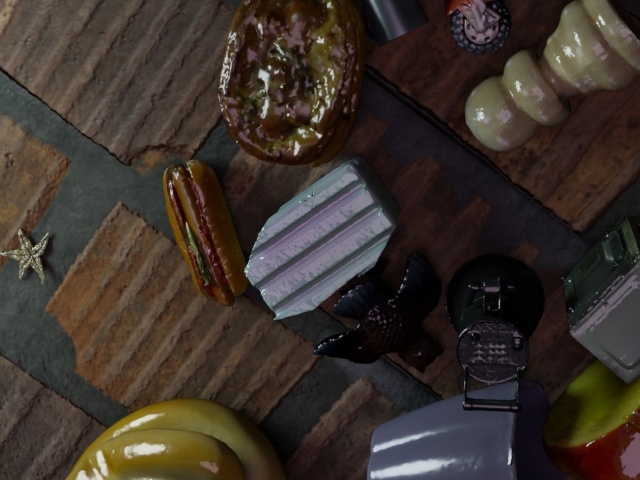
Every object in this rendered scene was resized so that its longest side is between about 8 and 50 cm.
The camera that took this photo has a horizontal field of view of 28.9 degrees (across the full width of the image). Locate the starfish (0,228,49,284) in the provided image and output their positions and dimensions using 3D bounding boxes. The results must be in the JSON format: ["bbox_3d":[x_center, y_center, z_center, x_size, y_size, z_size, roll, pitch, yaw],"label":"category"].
[{"bbox_3d":[-0.442,0.024,1.909,0.086,0.016,0.092,-27,96,17],"label":"starfish"}]

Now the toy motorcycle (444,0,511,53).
[{"bbox_3d":[0.244,-0.395,1.642,0.171,0.089,0.298,34,108,-2],"label":"toy motorcycle"}]

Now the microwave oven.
[{"bbox_3d":[0.416,0.073,1.700,0.129,0.205,0.163,41,107,-5],"label":"microwave oven"}]

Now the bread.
[{"bbox_3d":[-0.245,0.445,1.888,0.424,0.245,0.329,-43,97,14],"label":"bread"}]

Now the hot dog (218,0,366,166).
[{"bbox_3d":[-0.034,-0.235,1.717,0.196,0.122,0.272,13,110,4],"label":"hot dog"}]

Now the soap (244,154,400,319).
[{"bbox_3d":[0.000,0.000,1.800,0.230,0.091,0.145,-34,96,17],"label":"soap"}]

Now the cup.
[{"bbox_3d":[0.090,-0.313,1.704,0.100,0.078,0.077,-20,99,45],"label":"cup"}]

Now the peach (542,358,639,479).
[{"bbox_3d":[0.464,0.250,1.744,0.245,0.248,0.274,33,95,-37],"label":"peach"}]

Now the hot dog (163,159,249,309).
[{"bbox_3d":[-0.168,-0.005,1.836,0.092,0.062,0.235,-18,104,10],"label":"hot dog"}]

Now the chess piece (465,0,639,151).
[{"bbox_3d":[0.313,-0.216,1.670,0.261,0.143,0.143,-36,99,20],"label":"chess piece"}]

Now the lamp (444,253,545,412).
[{"bbox_3d":[0.240,0.115,1.725,0.147,0.227,0.172,2,107,8],"label":"lamp"}]

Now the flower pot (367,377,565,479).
[{"bbox_3d":[0.207,0.338,1.798,0.243,0.265,0.265,-9,106,21],"label":"flower pot"}]

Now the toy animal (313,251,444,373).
[{"bbox_3d":[0.101,0.127,1.809,0.218,0.116,0.179,-43,96,11],"label":"toy animal"}]
